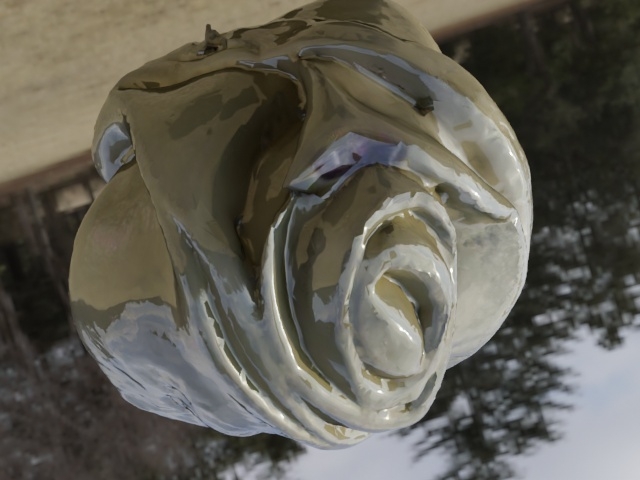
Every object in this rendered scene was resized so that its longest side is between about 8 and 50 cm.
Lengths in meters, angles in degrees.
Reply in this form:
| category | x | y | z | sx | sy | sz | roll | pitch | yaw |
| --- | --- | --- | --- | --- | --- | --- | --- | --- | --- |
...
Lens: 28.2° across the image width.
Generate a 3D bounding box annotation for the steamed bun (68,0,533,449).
| category | x | y | z | sx | sy | sz | roll | pitch | yaw |
| --- | --- | --- | --- | --- | --- | --- | --- | --- | --- |
| steamed bun | 0.000 | 0.000 | 0.953 | 0.368 | 0.342 | 0.255 | -22 | -161 | -20 |
